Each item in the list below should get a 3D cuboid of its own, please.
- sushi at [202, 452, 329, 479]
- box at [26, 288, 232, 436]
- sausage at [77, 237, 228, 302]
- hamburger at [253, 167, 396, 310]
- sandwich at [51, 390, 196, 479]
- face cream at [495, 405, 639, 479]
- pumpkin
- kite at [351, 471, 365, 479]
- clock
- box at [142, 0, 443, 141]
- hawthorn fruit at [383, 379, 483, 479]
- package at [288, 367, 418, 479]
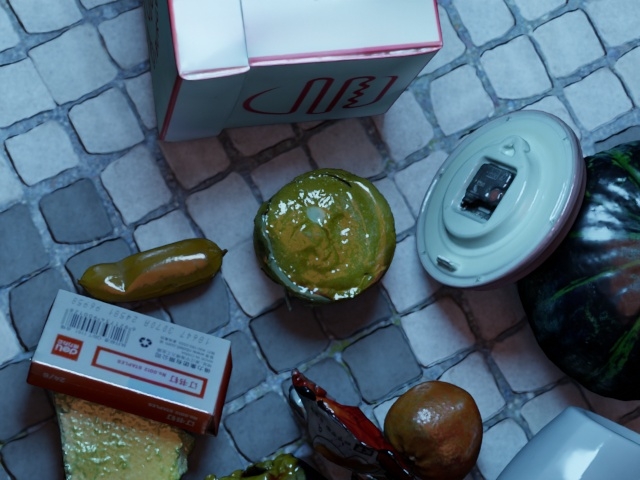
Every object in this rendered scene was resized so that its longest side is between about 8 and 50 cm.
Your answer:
[{"bbox_3d":[-0.070,0.342,1.670,0.204,0.200,0.213,42,79,-16],"label":"sushi"},{"bbox_3d":[-0.216,0.143,1.739,0.229,0.050,0.123,17,44,-6],"label":"box"},{"bbox_3d":[-0.198,0.040,1.785,0.183,0.054,0.062,-17,49,-10],"label":"sausage"},{"bbox_3d":[0.000,0.000,1.799,0.177,0.113,0.185,26,87,-10],"label":"hamburger"},{"bbox_3d":[-0.225,0.239,1.752,0.162,0.058,0.193,-10,81,-12],"label":"sandwich"},{"bbox_3d":[0.276,0.380,1.693,0.219,0.312,0.357,29,93,35],"label":"face cream"},{"bbox_3d":[0.390,0.030,1.786,0.315,0.238,0.315,1,77,-6],"label":"pumpkin"},{"bbox_3d":[0.075,0.325,1.762,0.011,0.139,0.157,-49,51,11],"label":"kite"},{"bbox_3d":[0.210,-0.049,1.779,0.056,0.244,0.244,36,76,-34],"label":"clock"},{"bbox_3d":[-0.052,-0.308,1.727,0.300,0.312,0.314,-6,82,-10],"label":"box"},{"bbox_3d":[0.140,0.230,1.781,0.128,0.128,0.128,1,82,-9],"label":"hawthorn fruit"},{"bbox_3d":[0.061,0.252,1.732,0.269,0.194,0.071,38,83,10],"label":"package"}]
